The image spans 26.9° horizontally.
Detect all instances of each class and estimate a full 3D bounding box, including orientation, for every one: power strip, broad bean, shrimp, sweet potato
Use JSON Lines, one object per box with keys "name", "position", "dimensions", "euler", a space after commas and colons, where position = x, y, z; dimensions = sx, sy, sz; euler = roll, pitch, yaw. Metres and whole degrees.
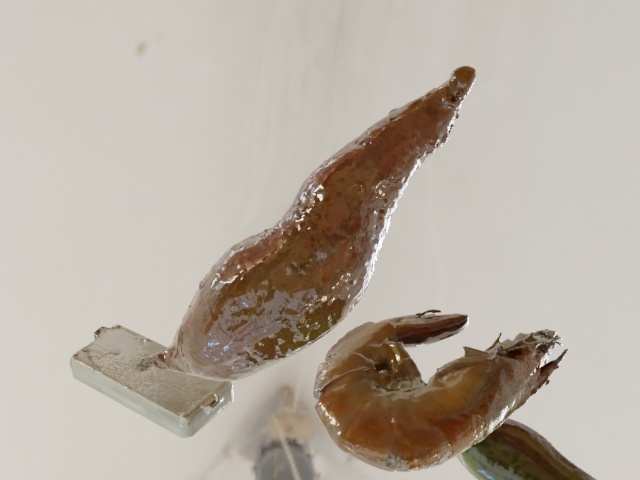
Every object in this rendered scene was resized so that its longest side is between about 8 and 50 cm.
{"name": "power strip", "position": [-0.182, 0.147, 1.430], "dimensions": [0.192, 0.035, 0.081], "euler": [22, -136, 31]}
{"name": "broad bean", "position": [0.231, 0.251, 1.321], "dimensions": [0.339, 0.061, 0.077], "euler": [39, -106, 16]}
{"name": "shrimp", "position": [0.092, 0.098, 1.013], "dimensions": [0.236, 0.053, 0.133], "euler": [-24, -136, -35]}
{"name": "sweet potato", "position": [0.001, 0.005, 0.654], "dimensions": [0.068, 0.226, 0.068], "euler": [44, -168, -11]}
